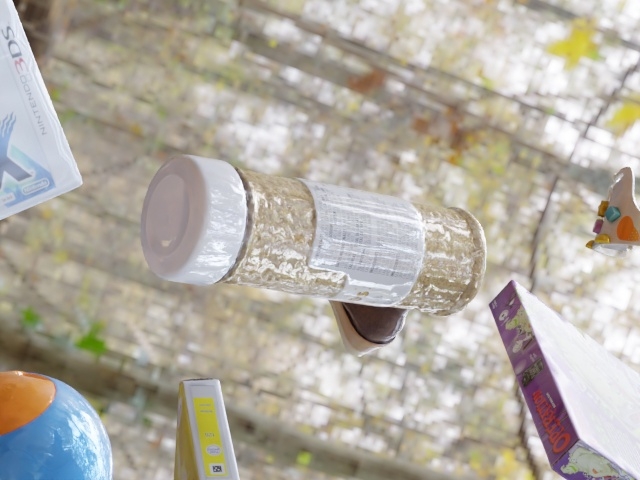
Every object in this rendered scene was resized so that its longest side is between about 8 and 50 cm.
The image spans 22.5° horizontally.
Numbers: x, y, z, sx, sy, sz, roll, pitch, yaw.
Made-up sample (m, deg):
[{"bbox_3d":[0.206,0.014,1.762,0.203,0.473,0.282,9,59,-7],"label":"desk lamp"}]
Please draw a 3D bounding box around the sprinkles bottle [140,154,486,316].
[{"bbox_3d":[0.000,0.000,1.604,0.121,0.355,0.121,-17,-111,52],"label":"sprinkles bottle"}]

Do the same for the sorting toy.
[{"bbox_3d":[0.273,-0.028,1.473,0.083,0.045,0.075,109,-10,-81],"label":"sorting toy"}]

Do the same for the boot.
[{"bbox_3d":[0.050,0.010,2.059,0.248,0.090,0.207,64,-32,18],"label":"boot"}]

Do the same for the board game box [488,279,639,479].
[{"bbox_3d":[0.293,0.184,1.687,0.056,0.208,0.347,-45,-160,15],"label":"board game box"}]

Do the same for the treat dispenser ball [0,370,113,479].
[{"bbox_3d":[-0.447,0.335,2.350,0.288,0.288,0.288,-160,-90,-77],"label":"treat dispenser ball"}]

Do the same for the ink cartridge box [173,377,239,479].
[{"bbox_3d":[-0.151,0.397,2.136,0.307,0.072,0.304,-104,-162,-52],"label":"ink cartridge box"}]

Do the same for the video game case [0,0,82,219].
[{"bbox_3d":[-0.463,-0.153,1.919,0.036,0.300,0.329,-13,-170,45],"label":"video game case"}]
